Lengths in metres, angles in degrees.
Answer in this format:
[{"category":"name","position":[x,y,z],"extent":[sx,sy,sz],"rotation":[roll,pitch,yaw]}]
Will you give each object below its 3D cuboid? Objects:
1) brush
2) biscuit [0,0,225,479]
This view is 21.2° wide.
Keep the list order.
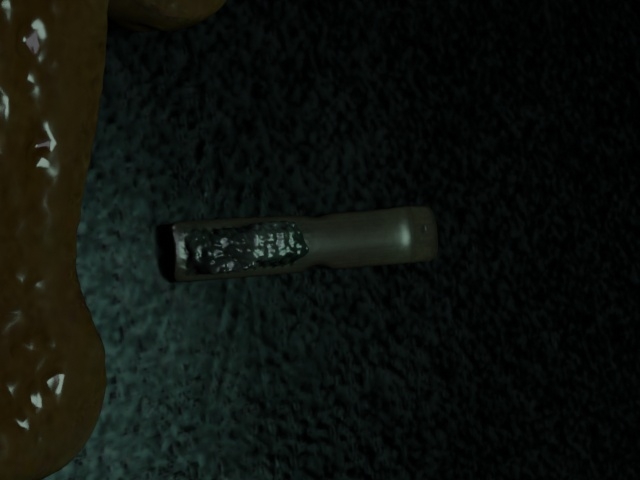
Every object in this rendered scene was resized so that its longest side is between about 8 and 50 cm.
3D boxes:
[{"category":"brush","position":[0.000,0.000,0.947],"extent":[0.190,0.027,0.034],"rotation":[-4,89,-40]},{"category":"biscuit","position":[-0.186,-0.092,0.750],"extent":[0.368,0.076,0.394],"rotation":[25,71,-52]}]
